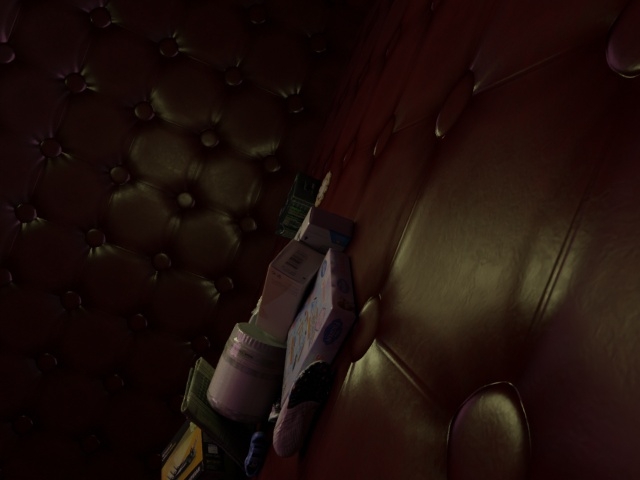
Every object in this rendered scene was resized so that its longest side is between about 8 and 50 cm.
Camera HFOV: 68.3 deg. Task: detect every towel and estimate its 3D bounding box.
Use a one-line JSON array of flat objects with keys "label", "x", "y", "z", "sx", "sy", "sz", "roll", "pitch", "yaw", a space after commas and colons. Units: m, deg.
[{"label": "towel", "x": -0.338, "y": 0.580, "z": 1.593, "sx": 0.056, "sy": 0.324, "sz": 0.312, "roll": -37, "pitch": 16, "yaw": 7}]

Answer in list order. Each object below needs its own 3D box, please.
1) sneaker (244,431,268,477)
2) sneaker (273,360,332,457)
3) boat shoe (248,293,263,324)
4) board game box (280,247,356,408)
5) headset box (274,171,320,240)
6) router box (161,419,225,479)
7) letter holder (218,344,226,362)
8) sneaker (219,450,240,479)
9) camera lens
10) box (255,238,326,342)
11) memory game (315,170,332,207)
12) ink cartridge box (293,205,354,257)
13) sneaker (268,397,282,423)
[{"label": "sneaker", "x": -0.190, "y": 0.637, "z": 1.403, "sx": 0.059, "sy": 0.053, "sz": 0.144, "roll": -102, "pitch": 26, "yaw": -73}, {"label": "sneaker", "x": -0.043, "y": 0.378, "z": 1.083, "sx": 0.086, "sy": 0.085, "sz": 0.237, "roll": -101, "pitch": 36, "yaw": -85}, {"label": "boat shoe", "x": -0.217, "y": 0.283, "z": 2.032, "sx": 0.367, "sy": 0.136, "sz": 0.156, "roll": -68, "pitch": 10, "yaw": -15}, {"label": "board game box", "x": -0.009, "y": 0.227, "z": 1.246, "sx": 0.319, "sy": 0.066, "sz": 0.318, "roll": -90, "pitch": 23, "yaw": -65}, {"label": "headset box", "x": -0.113, "y": -0.181, "z": 2.443, "sx": 0.246, "sy": 0.131, "sz": 0.283, "roll": -82, "pitch": 17, "yaw": -50}, {"label": "router box", "x": -0.438, "y": 0.750, "z": 1.594, "sx": 0.309, "sy": 0.081, "sz": 0.243, "roll": -54, "pitch": 33, "yaw": 22}, {"label": "letter holder", "x": -0.305, "y": 0.552, "z": 1.978, "sx": 0.152, "sy": 0.214, "sz": 0.302, "roll": -35, "pitch": 15, "yaw": 5}, {"label": "sneaker", "x": -0.391, "y": 0.808, "z": 1.815, "sx": 0.483, "sy": 0.185, "sz": 0.202, "roll": -31, "pitch": 33, "yaw": 57}, {"label": "camera lens", "x": -0.228, "y": 0.434, "z": 1.536, "sx": 0.219, "sy": 0.219, "sz": 0.274, "roll": -151, "pitch": 83, "yaw": -80}, {"label": "box", "x": -0.098, "y": 0.163, "z": 1.463, "sx": 0.148, "sy": 0.121, "sz": 0.311, "roll": -50, "pitch": -15, "yaw": -45}, {"label": "memory game", "x": 0.014, "y": -0.243, "z": 2.243, "sx": 0.186, "sy": 0.012, "sz": 0.186, "roll": -158, "pitch": 90, "yaw": -80}, {"label": "ink cartridge box", "x": 0.000, "y": 0.000, "z": 1.456, "sx": 0.191, "sy": 0.139, "sz": 0.082, "roll": 121, "pitch": 164, "yaw": -46}, {"label": "sneaker", "x": -0.127, "y": 0.498, "z": 1.388, "sx": 0.098, "sy": 0.038, "sz": 0.069, "roll": 129, "pitch": 159, "yaw": -58}]
